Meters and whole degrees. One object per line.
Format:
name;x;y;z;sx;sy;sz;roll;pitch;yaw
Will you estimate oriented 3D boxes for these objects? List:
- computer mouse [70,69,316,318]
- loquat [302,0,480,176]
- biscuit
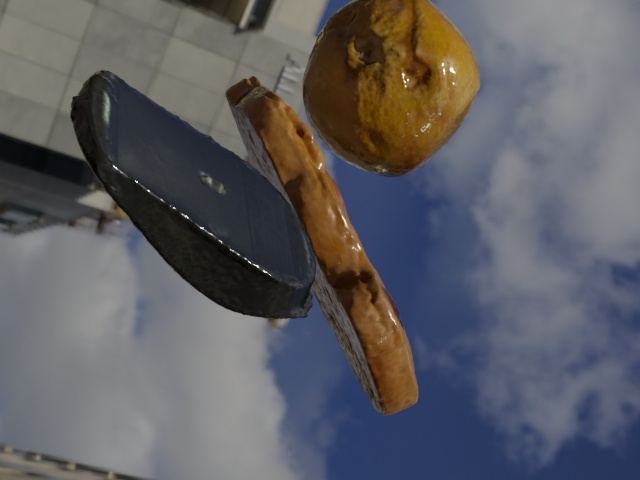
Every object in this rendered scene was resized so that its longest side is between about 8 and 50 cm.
computer mouse;-0.120;-0.026;0.984;0.087;0.295;0.168;-40;-148;21
loquat;0.105;-0.239;1.666;0.276;0.276;0.284;-68;168;6
biscuit;0.001;0.000;1.326;0.455;0.078;0.350;63;-9;15
